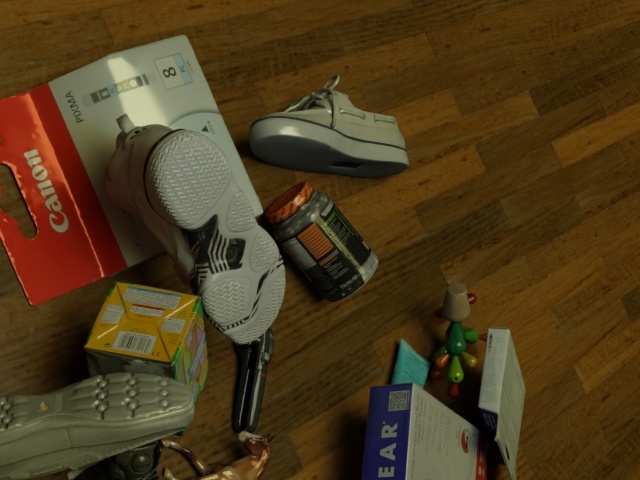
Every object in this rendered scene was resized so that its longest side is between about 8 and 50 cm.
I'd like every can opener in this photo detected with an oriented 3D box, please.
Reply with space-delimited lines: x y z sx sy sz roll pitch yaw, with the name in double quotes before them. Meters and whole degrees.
"can opener" -0.103 0.212 1.846 0.073 0.059 0.186 25 59 -33

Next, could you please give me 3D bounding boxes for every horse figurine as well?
"horse figurine" -0.161 0.400 1.721 0.174 0.066 0.263 18 61 -29

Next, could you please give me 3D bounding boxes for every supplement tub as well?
"supplement tub" 0.000 0.000 1.977 0.190 0.117 0.117 51 48 -14

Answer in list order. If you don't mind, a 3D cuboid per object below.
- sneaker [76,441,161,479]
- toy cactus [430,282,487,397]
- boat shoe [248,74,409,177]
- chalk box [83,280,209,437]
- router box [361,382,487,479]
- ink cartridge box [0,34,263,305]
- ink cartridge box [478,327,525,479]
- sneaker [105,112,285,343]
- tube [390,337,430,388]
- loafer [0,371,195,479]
"sneaker" -0.253 0.351 1.594 0.087 0.130 0.227 -19 78 -40
"toy cactus" 0.253 0.157 2.116 0.219 0.112 0.180 -65 157 -46
"boat shoe" 0.015 -0.211 2.059 0.367 0.136 0.156 5 71 -43
"chalk box" -0.238 0.182 1.651 0.132 0.213 0.132 9 46 8
"router box" 0.171 0.440 1.917 0.301 0.082 0.335 39 50 -49
"ink cartridge box" -0.308 -0.113 1.745 0.385 0.091 0.308 -24 91 -37
"ink cartridge box" 0.325 0.308 2.112 0.223 0.045 0.224 66 29 -49
"sneaker" -0.182 -0.025 1.683 0.137 0.210 0.365 -36 129 -19
"tube" 0.145 0.275 2.047 0.080 0.052 0.207 45 47 -29
"loafer" -0.318 0.250 1.524 0.112 0.320 0.111 -100 -179 -57
